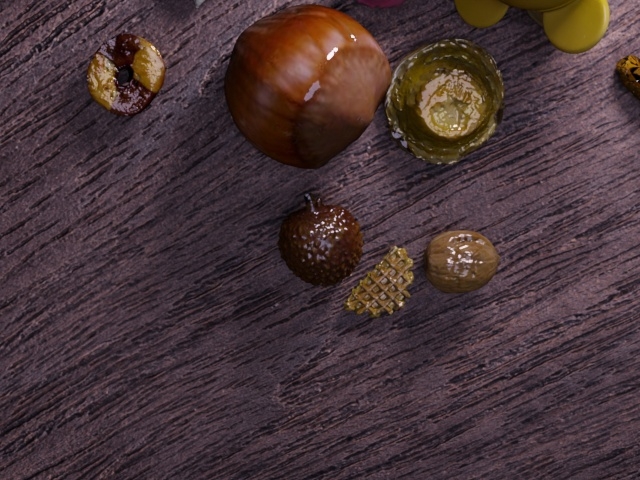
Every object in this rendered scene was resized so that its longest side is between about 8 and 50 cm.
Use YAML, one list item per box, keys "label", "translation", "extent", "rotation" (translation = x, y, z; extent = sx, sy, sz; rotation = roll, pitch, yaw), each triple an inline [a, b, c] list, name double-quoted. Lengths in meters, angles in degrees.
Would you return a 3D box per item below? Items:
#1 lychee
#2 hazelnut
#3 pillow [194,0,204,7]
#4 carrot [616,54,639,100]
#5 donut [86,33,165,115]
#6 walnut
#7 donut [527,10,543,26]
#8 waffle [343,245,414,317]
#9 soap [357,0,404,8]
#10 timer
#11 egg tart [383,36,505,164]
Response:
- label: "lychee"
  translation: [0.000, 0.000, 1.870]
  extent: [0.200, 0.200, 0.238]
  rotation: [-11, 118, 1]
- label: "hazelnut"
  translation: [-0.034, -0.340, 1.728]
  extent: [0.372, 0.315, 0.373]
  rotation: [-3, 75, 11]
- label: "pillow"
  translation: [-0.275, -0.654, 1.738]
  extent: [0.144, 0.078, 0.254]
  rotation: [-29, 103, 6]
- label: "carrot"
  translation: [0.775, -0.337, 1.862]
  extent: [0.228, 0.069, 0.069]
  rotation: [40, 101, -12]
- label: "donut"
  translation: [-0.435, -0.376, 1.814]
  extent: [0.166, 0.073, 0.184]
  rotation: [23, 104, -8]
- label: "walnut"
  translation: [0.337, 0.051, 1.908]
  extent: [0.184, 0.155, 0.156]
  rotation: [-3, 105, -4]
- label: "donut"
  translation: [0.551, -0.534, 1.799]
  extent: [0.166, 0.065, 0.108]
  rotation: [-27, 105, 6]
- label: "waffle"
  translation: [0.148, 0.101, 1.973]
  extent: [0.160, 0.046, 0.192]
  rotation: [8, 104, -4]
- label: "soap"
  translation: [0.162, -0.606, 1.702]
  extent: [0.162, 0.099, 0.250]
  rotation: [20, 143, -26]
- label: "timer"
  translation: [0.450, -0.605, 1.652]
  extent: [0.375, 0.376, 0.387]
  rotation: [2, 119, -2]
- label: "egg tart"
  translation: [0.289, -0.314, 1.828]
  extent: [0.294, 0.116, 0.295]
  rotation: [-1, 106, -3]
